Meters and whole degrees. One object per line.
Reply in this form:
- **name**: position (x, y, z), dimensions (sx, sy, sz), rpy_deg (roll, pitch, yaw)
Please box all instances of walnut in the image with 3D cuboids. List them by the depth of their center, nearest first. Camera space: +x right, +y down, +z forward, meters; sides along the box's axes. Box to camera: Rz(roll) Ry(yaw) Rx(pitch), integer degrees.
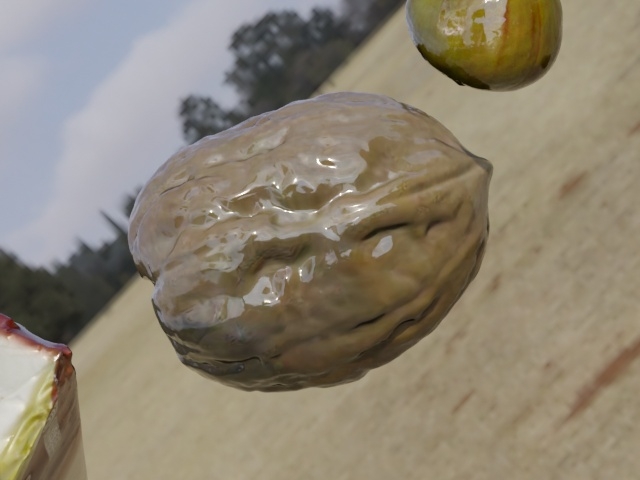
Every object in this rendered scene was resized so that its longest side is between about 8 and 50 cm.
- **walnut**: position (-0.001, -0.001, 1.003), dimensions (0.230, 0.178, 0.178), rpy_deg (-23, 6, 10)

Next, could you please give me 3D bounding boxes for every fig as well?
- **fig**: position (0.094, -0.128, 0.875), dimensions (0.084, 0.082, 0.098), rpy_deg (-103, 28, -46)

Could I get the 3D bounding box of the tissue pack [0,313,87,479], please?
- **tissue pack**: position (-0.134, 0.078, 0.494), dimensions (0.148, 0.106, 0.099), rpy_deg (100, -164, -61)
